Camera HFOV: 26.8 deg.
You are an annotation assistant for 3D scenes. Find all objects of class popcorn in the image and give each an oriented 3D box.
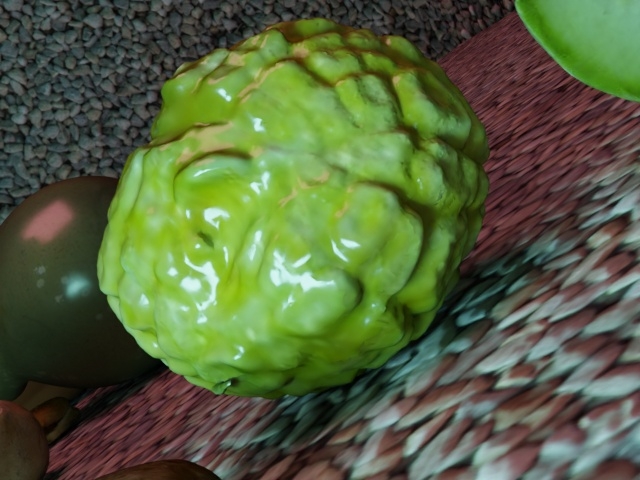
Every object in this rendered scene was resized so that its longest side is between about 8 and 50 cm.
[{"bbox_3d":[-0.017,-0.008,0.828,0.237,0.206,0.251,-55,-5,-20],"label":"popcorn"}]

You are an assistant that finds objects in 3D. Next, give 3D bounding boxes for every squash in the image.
[{"bbox_3d":[0.230,-0.163,0.837,0.237,0.204,0.155,-33,29,2],"label":"squash"}]

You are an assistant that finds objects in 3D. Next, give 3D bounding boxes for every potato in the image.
[{"bbox_3d":[-0.317,0.210,1.280,0.147,0.112,0.112,-41,3,30],"label":"potato"}]

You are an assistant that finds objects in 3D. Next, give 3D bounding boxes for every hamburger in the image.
[{"bbox_3d":[-0.319,0.213,1.544,0.076,0.044,0.083,-34,9,20],"label":"hamburger"}]

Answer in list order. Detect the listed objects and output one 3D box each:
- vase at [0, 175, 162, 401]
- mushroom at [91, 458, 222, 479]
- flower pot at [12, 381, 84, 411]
[{"bbox_3d":[-0.293,0.085,1.589,0.302,0.241,0.329,-25,-27,16],"label":"vase"},{"bbox_3d":[-0.085,0.142,0.611,0.094,0.072,0.210,-25,8,13],"label":"mushroom"},{"bbox_3d":[-0.415,0.178,1.802,0.173,0.190,0.190,-49,8,-11],"label":"flower pot"}]
